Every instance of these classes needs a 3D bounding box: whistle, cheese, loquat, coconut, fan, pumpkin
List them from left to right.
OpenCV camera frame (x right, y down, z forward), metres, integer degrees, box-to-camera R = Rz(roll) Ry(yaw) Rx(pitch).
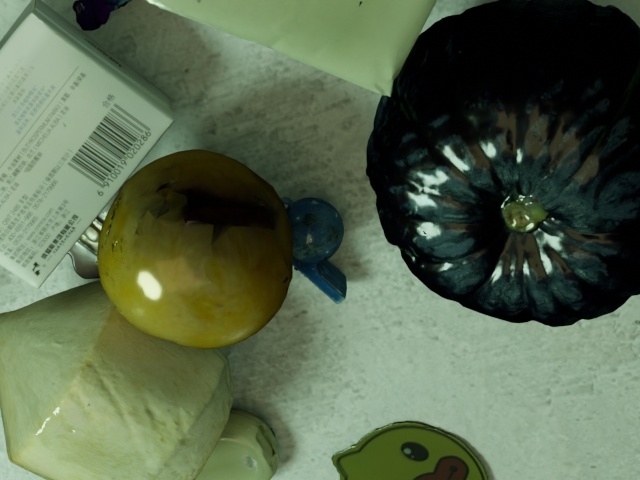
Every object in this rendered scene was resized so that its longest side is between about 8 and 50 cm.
[{"bbox_3d":[-0.279,0.187,1.426,0.329,0.329,0.329,5,118,10],"label":"coconut"},{"bbox_3d":[-0.146,0.011,1.302,0.235,0.235,0.235,5,118,10],"label":"loquat"},{"bbox_3d":[-0.172,0.313,1.598,0.227,0.064,0.137,-16,111,21],"label":"cheese"},{"bbox_3d":[0.000,0.000,1.387,0.090,0.090,0.158,-35,117,26],"label":"whistle"},{"bbox_3d":[0.171,0.369,1.580,0.335,0.011,0.229,22,120,2],"label":"fan"},{"bbox_3d":[0.226,-0.079,1.189,0.363,0.266,0.363,5,123,8],"label":"pumpkin"}]

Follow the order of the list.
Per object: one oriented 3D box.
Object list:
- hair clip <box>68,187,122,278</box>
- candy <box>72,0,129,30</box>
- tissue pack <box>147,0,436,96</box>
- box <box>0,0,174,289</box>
[{"bbox_3d":[-0.347,-0.059,1.441,0.257,0.075,0.146,39,103,-17],"label":"hair clip"},{"bbox_3d":[-0.181,-0.339,1.257,0.275,0.070,0.145,-12,107,22],"label":"candy"},{"bbox_3d":[0.014,-0.369,1.075,0.297,0.207,0.380,19,116,-16],"label":"tissue pack"},{"bbox_3d":[-0.337,-0.114,1.323,0.203,0.116,0.274,36,102,-21],"label":"box"}]
